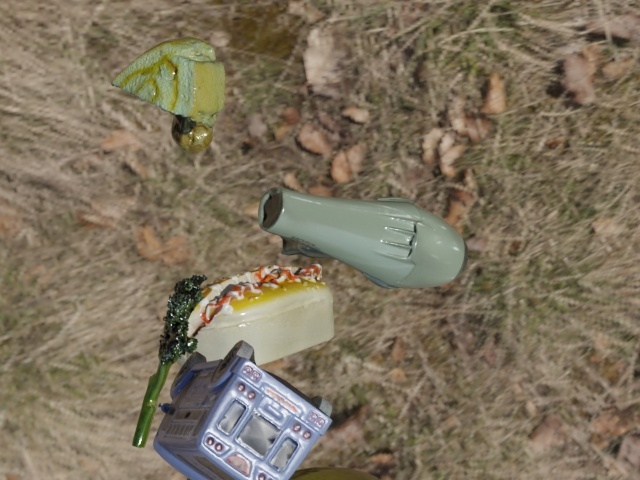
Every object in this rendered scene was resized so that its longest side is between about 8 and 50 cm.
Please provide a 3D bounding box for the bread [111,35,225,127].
[{"bbox_3d":[-0.199,-0.228,1.496,0.156,0.103,0.110,24,102,28],"label":"bread"}]

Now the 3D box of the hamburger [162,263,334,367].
[{"bbox_3d":[-0.110,0.125,1.745,0.227,0.295,0.151,-22,88,39],"label":"hamburger"}]

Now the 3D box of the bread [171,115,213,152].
[{"bbox_3d":[-0.187,-0.182,1.625,0.066,0.060,0.110,21,121,12],"label":"bread"}]

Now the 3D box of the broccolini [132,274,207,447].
[{"bbox_3d":[-0.200,0.178,1.411,0.062,0.123,0.271,22,116,3],"label":"broccolini"}]

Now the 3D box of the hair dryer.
[{"bbox_3d":[-0.012,-0.007,1.119,0.267,0.229,0.092,3,79,38],"label":"hair dryer"}]

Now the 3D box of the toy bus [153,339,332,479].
[{"bbox_3d":[-0.058,0.114,0.686,0.073,0.076,0.167,36,161,-10],"label":"toy bus"}]

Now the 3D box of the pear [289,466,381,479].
[{"bbox_3d":[0.016,0.368,1.157,0.321,0.269,0.269,-168,65,-70],"label":"pear"}]

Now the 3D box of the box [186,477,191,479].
[{"bbox_3d":[-0.106,0.547,2.078,0.311,0.173,0.043,34,96,23],"label":"box"}]
